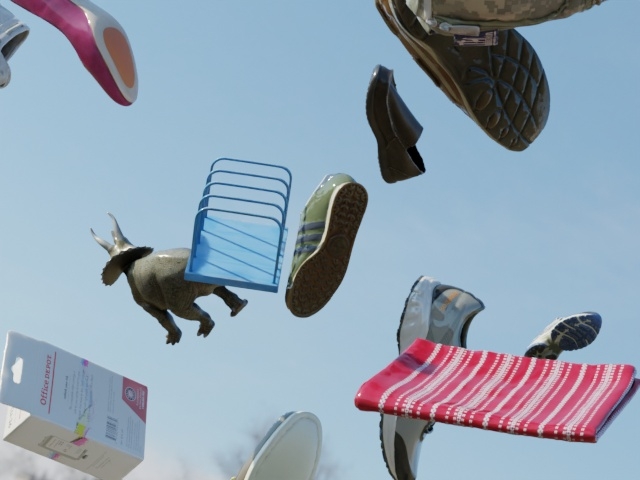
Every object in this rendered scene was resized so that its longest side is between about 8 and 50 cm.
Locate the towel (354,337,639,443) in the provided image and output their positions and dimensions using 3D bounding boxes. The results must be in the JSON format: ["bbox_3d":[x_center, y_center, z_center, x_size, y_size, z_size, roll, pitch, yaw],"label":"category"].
[{"bbox_3d":[0.195,0.162,1.702,0.275,0.031,0.199,6,17,25],"label":"towel"}]

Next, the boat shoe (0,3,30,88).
[{"bbox_3d":[-0.440,-0.216,1.977,0.088,0.267,0.096,25,-57,-9],"label":"boat shoe"}]

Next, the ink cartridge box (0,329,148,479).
[{"bbox_3d":[-0.307,0.198,1.851,0.198,0.115,0.067,28,-52,-28],"label":"ink cartridge box"}]

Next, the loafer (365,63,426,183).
[{"bbox_3d":[0.124,-0.186,2.439,0.078,0.080,0.220,0,-46,17],"label":"loafer"}]

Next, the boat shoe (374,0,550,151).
[{"bbox_3d":[0.179,-0.250,1.995,0.324,0.122,0.120,49,-11,-33],"label":"boat shoe"}]

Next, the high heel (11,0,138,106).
[{"bbox_3d":[-0.311,-0.251,1.869,0.117,0.244,0.082,-30,-4,22],"label":"high heel"}]

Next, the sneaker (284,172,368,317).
[{"bbox_3d":[0.000,0.000,2.001,0.064,0.192,0.086,17,15,-25],"label":"sneaker"}]

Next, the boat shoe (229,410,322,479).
[{"bbox_3d":[-0.098,0.382,2.278,0.109,0.305,0.091,29,-6,-32],"label":"boat shoe"}]

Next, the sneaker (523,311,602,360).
[{"bbox_3d":[0.340,0.126,2.162,0.052,0.058,0.135,46,-49,-11],"label":"sneaker"}]

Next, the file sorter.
[{"bbox_3d":[-0.101,-0.024,1.982,0.118,0.104,0.170,8,27,0],"label":"file sorter"}]

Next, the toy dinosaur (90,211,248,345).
[{"bbox_3d":[-0.207,0.063,2.222,0.313,0.121,0.160,6,-32,46],"label":"toy dinosaur"}]

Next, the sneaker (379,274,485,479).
[{"bbox_3d":[0.141,0.186,1.994,0.108,0.272,0.100,13,1,12],"label":"sneaker"}]

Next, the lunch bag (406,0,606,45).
[{"bbox_3d":[0.207,-0.373,1.603,0.212,0.256,0.305,-124,-158,-43],"label":"lunch bag"}]
